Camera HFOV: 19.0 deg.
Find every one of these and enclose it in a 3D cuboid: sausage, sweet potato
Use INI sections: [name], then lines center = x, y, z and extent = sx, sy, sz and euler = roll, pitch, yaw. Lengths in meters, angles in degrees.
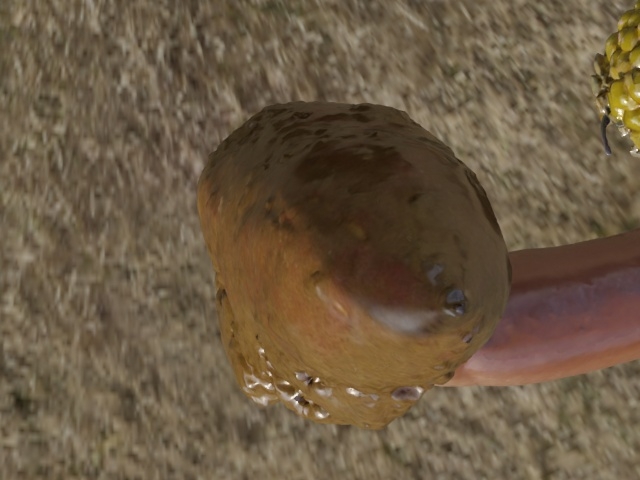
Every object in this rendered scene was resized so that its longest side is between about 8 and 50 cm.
[sausage]
center = 0.153, 0.017, 0.891
extent = 0.304, 0.078, 0.078
euler = -15, 112, -14
[sweet potato]
center = 0.000, 0.000, 0.412
extent = 0.060, 0.206, 0.068
euler = 26, 97, -8

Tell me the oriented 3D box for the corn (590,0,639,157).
[corn]
center = 0.274, -0.140, 0.998
extent = 0.305, 0.106, 0.106
euler = -35, 112, 31
